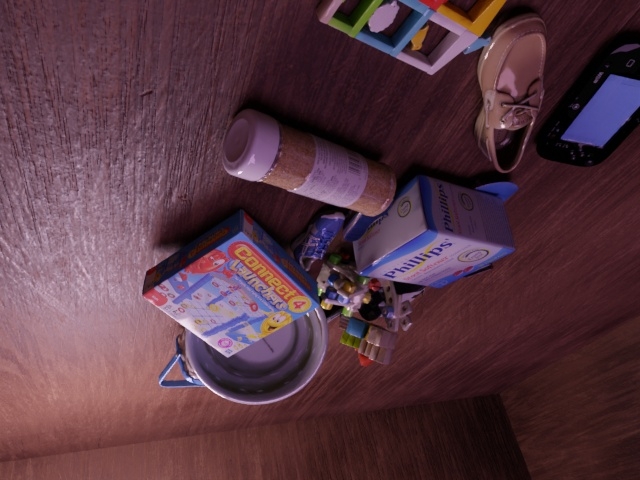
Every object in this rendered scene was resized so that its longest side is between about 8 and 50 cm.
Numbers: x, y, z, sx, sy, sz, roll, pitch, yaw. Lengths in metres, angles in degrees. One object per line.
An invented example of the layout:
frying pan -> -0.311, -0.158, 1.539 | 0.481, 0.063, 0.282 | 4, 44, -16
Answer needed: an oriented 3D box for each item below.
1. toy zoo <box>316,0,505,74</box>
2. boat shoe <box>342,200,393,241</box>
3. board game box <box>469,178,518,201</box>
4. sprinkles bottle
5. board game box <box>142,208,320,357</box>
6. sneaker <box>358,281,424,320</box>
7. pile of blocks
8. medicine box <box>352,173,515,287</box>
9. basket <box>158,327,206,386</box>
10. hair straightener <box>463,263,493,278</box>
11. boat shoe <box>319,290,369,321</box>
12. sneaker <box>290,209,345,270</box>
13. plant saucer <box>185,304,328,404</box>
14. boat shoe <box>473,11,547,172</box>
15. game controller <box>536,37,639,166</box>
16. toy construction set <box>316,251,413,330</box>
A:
toy zoo -> 0.164, -0.365, 0.801 | 0.293, 0.030, 0.192 | 10, 142, -34
boat shoe -> 0.100, -0.073, 1.223 | 0.066, 0.066, 0.183 | 8, 143, -32
board game box -> 0.409, -0.115, 1.313 | 0.133, 0.033, 0.169 | -3, 155, -19
sprinkles bottle -> -0.010, -0.140, 1.013 | 0.355, 0.121, 0.121 | 14, 140, -38
board game box -> -0.210, 0.118, 1.272 | 0.301, 0.086, 0.308 | -31, 126, 18
sneaker -> 0.258, 0.126, 1.592 | 0.146, 0.123, 0.330 | -7, 153, -44
pile of blocks -> 0.112, 0.283, 1.461 | 0.148, 0.113, 0.362 | 19, 174, 0
medicine box -> 0.268, -0.009, 1.277 | 0.289, 0.149, 0.263 | 10, 150, -31
basket -> -0.352, 0.376, 1.654 | 0.254, 0.201, 0.289 | 8, 133, -34
hair straightener -> 0.432, 0.094, 1.667 | 0.230, 0.047, 0.089 | -17, 150, 14
boat shoe -> -0.016, 0.201, 1.579 | 0.335, 0.121, 0.119 | -30, 159, 7
sneaker -> 0.000, 0.000, 1.289 | 0.080, 0.081, 0.211 | 7, 144, -30
plant saucer -> -0.178, 0.267, 1.497 | 0.400, 0.401, 0.100 | -11, -167, -4
boat shoe -> 0.365, -0.260, 0.975 | 0.121, 0.110, 0.341 | -16, 150, 4
game controller -> 0.586, -0.271, 1.074 | 0.166, 0.067, 0.319 | 3, 146, -10
toy construction set -> 0.122, 0.128, 1.400 | 0.327, 0.215, 0.151 | 25, 102, -39
